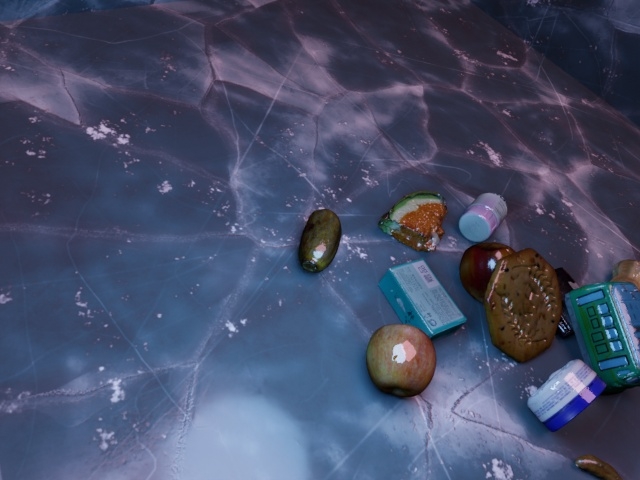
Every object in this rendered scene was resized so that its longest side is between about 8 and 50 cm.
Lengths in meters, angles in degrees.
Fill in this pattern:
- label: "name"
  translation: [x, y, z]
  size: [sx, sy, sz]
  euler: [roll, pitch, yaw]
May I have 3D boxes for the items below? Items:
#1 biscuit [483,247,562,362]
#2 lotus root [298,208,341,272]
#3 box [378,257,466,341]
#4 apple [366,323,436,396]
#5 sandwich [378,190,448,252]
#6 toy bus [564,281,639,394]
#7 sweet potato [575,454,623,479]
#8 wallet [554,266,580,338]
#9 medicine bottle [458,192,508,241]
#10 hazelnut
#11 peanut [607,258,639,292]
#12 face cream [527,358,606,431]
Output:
- label: "biscuit"
  translation: [0.640, 0.202, 1.651]
  size: [0.358, 0.046, 0.360]
  euler: [2, 87, -30]
- label: "lotus root"
  translation: [0.000, 0.000, 1.631]
  size: [0.122, 0.124, 0.241]
  euler: [11, 47, 0]
- label: "box"
  translation: [0.309, 0.187, 1.622]
  size: [0.153, 0.092, 0.245]
  euler: [-12, 58, -31]
- label: "apple"
  translation: [0.213, 0.320, 1.407]
  size: [0.188, 0.188, 0.174]
  euler: [17, 58, -8]
- label: "sandwich"
  translation: [0.340, -0.065, 1.846]
  size: [0.212, 0.109, 0.292]
  euler: [41, 50, 5]
- label: "toy bus"
  translation: [0.935, 0.297, 1.667]
  size: [0.183, 0.199, 0.344]
  euler: [3, 65, -27]
- label: "sweet potato"
  translation: [0.789, 0.646, 1.460]
  size: [0.182, 0.053, 0.054]
  euler: [35, 8, 5]
- label: "wallet"
  translation: [0.851, 0.208, 1.849]
  size: [0.262, 0.071, 0.221]
  euler: [-13, 57, -38]
- label: "medicine bottle"
  translation: [0.598, -0.086, 1.945]
  size: [0.135, 0.135, 0.168]
  euler: [40, 47, 13]
- label: "hazelnut"
  translation: [0.557, 0.108, 1.735]
  size: [0.208, 0.208, 0.208]
  euler: [12, 48, -13]
- label: "peanut"
  translation: [1.129, 0.165, 1.947]
  size: [0.313, 0.149, 0.149]
  euler: [-31, 68, -38]
- label: "face cream"
  translation: [0.689, 0.433, 1.492]
  size: [0.205, 0.206, 0.111]
  euler: [-25, 61, -36]
